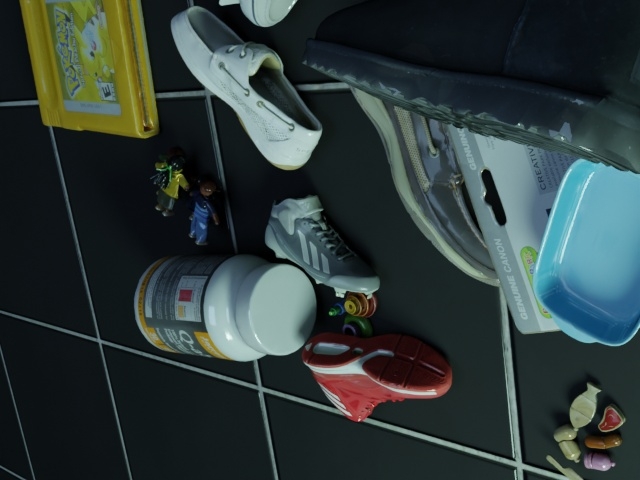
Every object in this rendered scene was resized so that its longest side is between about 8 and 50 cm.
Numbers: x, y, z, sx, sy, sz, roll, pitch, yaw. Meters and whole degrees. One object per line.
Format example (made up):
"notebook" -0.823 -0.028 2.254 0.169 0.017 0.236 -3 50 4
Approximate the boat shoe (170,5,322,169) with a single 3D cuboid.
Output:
"boat shoe" -0.092 -0.229 1.204 0.277 0.098 0.096 49 135 6

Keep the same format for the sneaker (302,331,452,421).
"sneaker" 0.090 0.199 1.232 0.221 0.087 0.128 11 140 33

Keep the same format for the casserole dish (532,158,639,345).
"casserole dish" 0.259 0.007 0.792 0.114 0.037 0.188 33 130 33

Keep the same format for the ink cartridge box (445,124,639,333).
"ink cartridge box" 0.283 -0.081 0.855 0.272 0.130 0.309 -15 96 47

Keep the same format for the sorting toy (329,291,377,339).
"sorting toy" 0.044 0.107 1.244 0.061 0.042 0.102 31 127 33

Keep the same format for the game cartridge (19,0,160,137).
"game cartridge" -0.408 -0.327 1.510 0.324 0.053 0.285 11 114 41

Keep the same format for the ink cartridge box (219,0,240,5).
"ink cartridge box" -0.080 -0.391 1.109 0.060 0.104 0.180 49 134 18

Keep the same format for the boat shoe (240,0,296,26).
"boat shoe" -0.014 -0.358 1.072 0.088 0.096 0.267 48 130 17

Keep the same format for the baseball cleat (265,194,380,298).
"baseball cleat" 0.000 0.000 1.223 0.206 0.072 0.109 24 116 33

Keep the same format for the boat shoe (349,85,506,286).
"boat shoe" 0.149 -0.115 0.977 0.130 0.132 0.355 -38 80 47

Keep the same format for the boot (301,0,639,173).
"boot" 0.190 -0.309 0.726 0.367 0.146 0.445 25 98 44

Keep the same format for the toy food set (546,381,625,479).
"toy food set" 0.320 0.231 1.036 0.078 0.019 0.122 40 123 26

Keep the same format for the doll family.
"doll family" -0.212 -0.080 1.407 0.193 0.076 0.111 35 125 24

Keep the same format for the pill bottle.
"pill bottle" -0.148 0.100 1.348 0.278 0.162 0.162 -1 106 46
